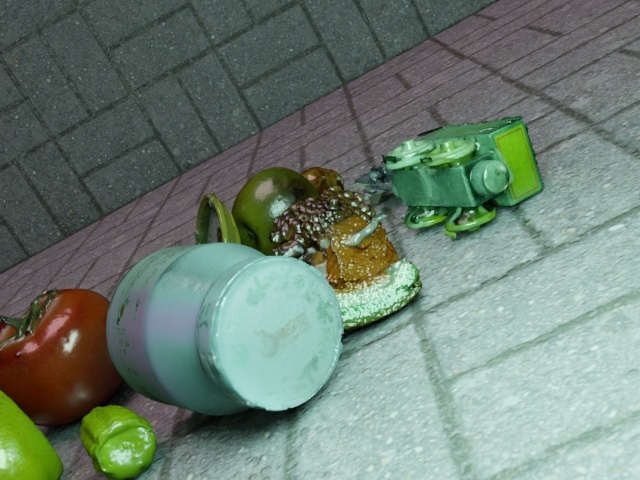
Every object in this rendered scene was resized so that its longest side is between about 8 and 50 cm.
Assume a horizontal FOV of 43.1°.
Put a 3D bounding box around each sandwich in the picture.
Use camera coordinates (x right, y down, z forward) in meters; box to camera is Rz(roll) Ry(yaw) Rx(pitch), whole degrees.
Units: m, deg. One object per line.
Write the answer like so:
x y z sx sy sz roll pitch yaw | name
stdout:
0.043 0.050 1.186 0.184 0.160 0.109 -27 -4 -17 | sandwich

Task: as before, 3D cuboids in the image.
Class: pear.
-0.575 0.334 1.244 0.292 0.292 0.159 -21 9 27 | pear

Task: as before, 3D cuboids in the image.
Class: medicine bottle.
-0.130 0.120 1.121 0.245 0.245 0.290 -40 20 -32 | medicine bottle

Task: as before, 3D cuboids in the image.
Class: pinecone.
-0.001 -0.003 1.417 0.195 0.150 0.179 -14 23 44 | pinecone

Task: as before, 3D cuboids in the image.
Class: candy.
-0.308 0.288 1.194 0.096 0.097 0.209 -37 16 -23 | candy

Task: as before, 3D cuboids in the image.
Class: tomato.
-0.468 0.208 1.460 0.256 0.224 0.256 -27 21 11 | tomato

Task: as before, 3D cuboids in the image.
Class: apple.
-0.088 -0.047 1.626 0.157 0.196 0.196 -38 18 -33 | apple

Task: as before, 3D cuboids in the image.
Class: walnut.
-0.007 -0.099 1.729 0.116 0.116 0.207 -35 -11 -16 | walnut

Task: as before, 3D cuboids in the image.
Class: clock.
-0.197 0.023 1.607 0.057 0.237 0.237 -5 7 -22 | clock

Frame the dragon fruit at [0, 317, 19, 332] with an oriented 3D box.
-0.761 0.246 2.024 0.121 0.130 0.142 -38 -23 -2 | dragon fruit

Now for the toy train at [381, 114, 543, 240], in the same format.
0.231 -0.111 1.353 0.188 0.159 0.271 -26 14 -24 | toy train

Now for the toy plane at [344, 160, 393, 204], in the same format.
0.169 -0.132 1.620 0.262 0.088 0.192 -11 24 48 | toy plane
